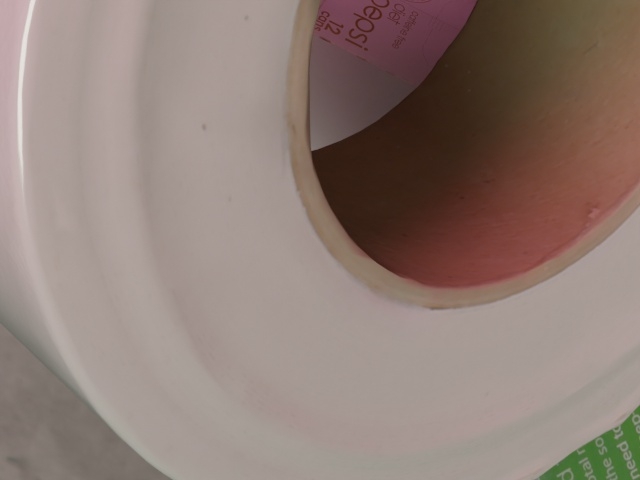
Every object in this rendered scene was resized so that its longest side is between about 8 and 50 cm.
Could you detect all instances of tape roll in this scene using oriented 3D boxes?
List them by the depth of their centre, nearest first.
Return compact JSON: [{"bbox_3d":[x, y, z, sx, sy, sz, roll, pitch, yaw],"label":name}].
[{"bbox_3d":[0.026,-0.068,0.484,0.100,0.286,0.286,35,143,45],"label":"tape roll"}]

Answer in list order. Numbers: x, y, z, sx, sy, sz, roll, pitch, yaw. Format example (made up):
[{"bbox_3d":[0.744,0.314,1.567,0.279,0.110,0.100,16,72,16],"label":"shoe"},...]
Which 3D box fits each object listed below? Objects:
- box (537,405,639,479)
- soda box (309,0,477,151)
[{"bbox_3d":[0.195,0.028,0.546,0.322,0.058,0.232,-36,64,38],"label":"box"},{"bbox_3d":[0.000,0.000,0.691,0.074,0.069,0.216,27,132,3],"label":"soda box"}]
